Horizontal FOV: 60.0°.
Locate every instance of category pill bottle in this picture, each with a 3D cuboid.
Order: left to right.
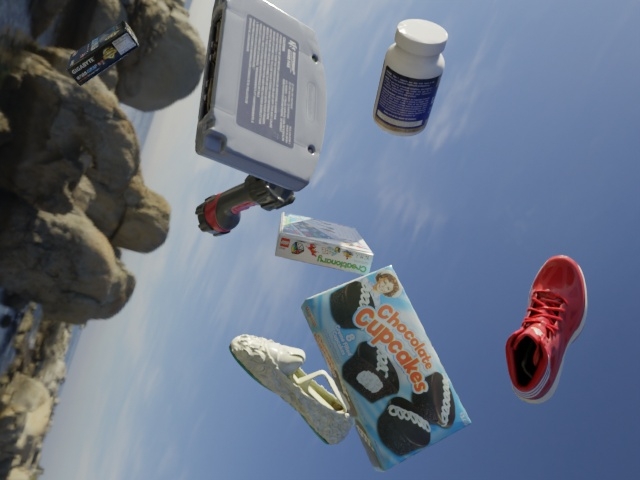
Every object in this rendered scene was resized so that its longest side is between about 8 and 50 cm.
[{"bbox_3d":[0.228,-0.412,1.417,0.264,0.153,0.153,99,-7,-48],"label":"pill bottle"}]

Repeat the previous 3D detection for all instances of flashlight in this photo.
[{"bbox_3d":[-0.173,-0.082,1.270,0.304,0.103,0.103,-13,-94,47],"label":"flashlight"}]

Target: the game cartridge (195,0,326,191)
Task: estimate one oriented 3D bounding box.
[{"bbox_3d":[-0.079,-0.225,0.835,0.060,0.196,0.294,-28,-128,50],"label":"game cartridge"}]

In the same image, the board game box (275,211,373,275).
[{"bbox_3d":[0.000,0.000,1.240,0.305,0.193,0.053,-104,-153,-79],"label":"board game box"}]

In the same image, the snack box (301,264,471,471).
[{"bbox_3d":[0.115,0.224,1.014,0.322,0.187,0.060,64,-21,15],"label":"snack box"}]

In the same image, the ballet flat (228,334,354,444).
[{"bbox_3d":[-0.056,0.370,1.483,0.147,0.409,0.147,-44,-171,8],"label":"ballet flat"}]

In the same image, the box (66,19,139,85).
[{"bbox_3d":[-0.551,-0.481,1.408,0.175,0.051,0.220,-34,-147,-1],"label":"box"}]

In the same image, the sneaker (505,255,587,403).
[{"bbox_3d":[0.316,0.113,0.767,0.087,0.128,0.221,9,-105,27],"label":"sneaker"}]
